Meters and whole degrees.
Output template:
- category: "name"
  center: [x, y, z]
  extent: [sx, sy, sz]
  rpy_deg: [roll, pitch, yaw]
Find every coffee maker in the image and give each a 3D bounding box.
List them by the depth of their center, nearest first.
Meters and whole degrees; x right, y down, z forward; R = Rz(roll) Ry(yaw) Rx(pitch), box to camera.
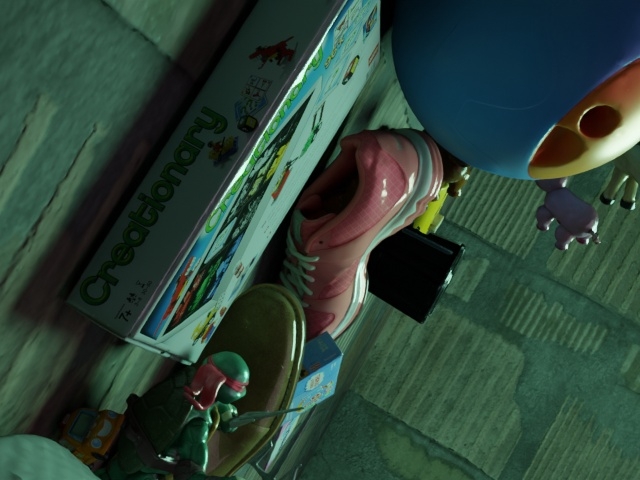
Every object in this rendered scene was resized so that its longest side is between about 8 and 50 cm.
- category: "coffee maker"
  center: [0.085, 0.031, 1.175]
  extent: [0.171, 0.178, 0.120]
  rpy_deg: [-55, 167, -28]

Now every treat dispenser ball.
- category: "treat dispenser ball"
  center: [0.214, -0.203, 0.860]
  extent: [0.288, 0.288, 0.288]
  rpy_deg: [-57, 169, -18]

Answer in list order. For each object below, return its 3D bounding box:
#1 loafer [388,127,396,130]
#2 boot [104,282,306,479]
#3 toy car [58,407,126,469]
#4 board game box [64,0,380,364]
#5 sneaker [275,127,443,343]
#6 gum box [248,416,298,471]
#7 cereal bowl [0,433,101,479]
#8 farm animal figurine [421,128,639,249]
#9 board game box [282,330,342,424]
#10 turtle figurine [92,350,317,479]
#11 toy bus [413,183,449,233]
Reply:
- category: "loafer"
  center: [0.119, -0.111, 1.259]
  extent: [0.078, 0.076, 0.223]
  rpy_deg: [-57, 166, 12]
- category: "boot"
  center: [-0.117, 0.175, 0.832]
  extent: [0.305, 0.112, 0.115]
  rpy_deg: [-58, 159, 0]
- category: "toy car"
  center: [-0.188, 0.170, 0.623]
  extent: [0.122, 0.040, 0.060]
  rpy_deg: [-60, -165, -22]
- category: "board game box"
  center: [-0.051, -0.059, 0.634]
  extent: [0.305, 0.053, 0.193]
  rpy_deg: [-59, 170, -10]
- category: "sneaker"
  center: [0.000, -0.001, 0.977]
  extent: [0.136, 0.116, 0.314]
  rpy_deg: [6, 123, -48]
- category: "gum box"
  center: [-0.071, 0.273, 1.396]
  extent: [0.107, 0.062, 0.188]
  rpy_deg: [-48, 164, -49]
- category: "cereal bowl"
  center: [-0.207, 0.282, 0.463]
  extent: [0.339, 0.141, 0.339]
  rpy_deg: [-50, 163, -22]
- category: "farm animal figurine"
  center: [0.287, -0.154, 1.087]
  extent: [0.327, 0.330, 0.172]
  rpy_deg: [-74, 172, -49]
- category: "board game box"
  center: [-0.076, 0.195, 1.000]
  extent: [0.211, 0.039, 0.160]
  rpy_deg: [-29, 159, -16]
- category: "turtle figurine"
  center: [-0.107, 0.163, 0.685]
  extent: [0.234, 0.118, 0.175]
  rpy_deg: [-44, -168, 10]
- category: "toy bus"
  center: [0.159, -0.056, 1.496]
  extent: [0.191, 0.104, 0.202]
  rpy_deg: [-60, 169, 0]
